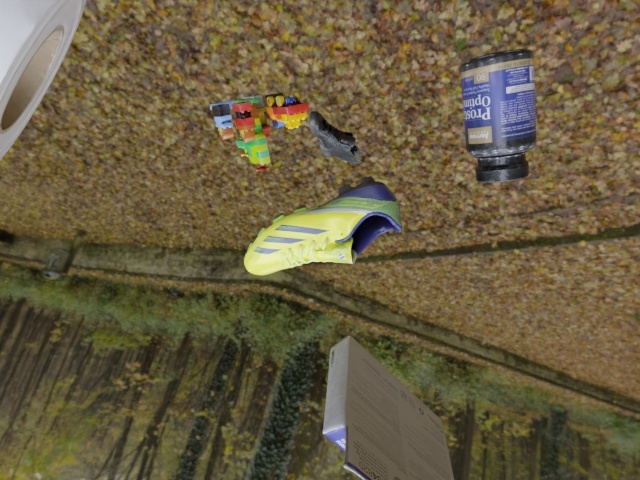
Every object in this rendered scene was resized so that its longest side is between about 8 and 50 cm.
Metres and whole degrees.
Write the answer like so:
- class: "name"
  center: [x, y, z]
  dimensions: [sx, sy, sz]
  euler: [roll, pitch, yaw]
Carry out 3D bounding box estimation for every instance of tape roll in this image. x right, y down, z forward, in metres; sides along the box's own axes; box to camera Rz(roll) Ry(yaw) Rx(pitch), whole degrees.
- class: "tape roll"
  center: [-0.381, -0.214, 0.482]
  dimensions: [0.100, 0.286, 0.286]
  euler: [30, 155, -29]

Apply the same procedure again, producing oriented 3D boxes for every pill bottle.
- class: "pill bottle"
  center: [0.328, -0.223, 0.772]
  dimensions: [0.123, 0.219, 0.123]
  euler: [-9, -166, 2]

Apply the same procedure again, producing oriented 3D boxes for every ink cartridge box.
- class: "ink cartridge box"
  center: [0.095, 0.266, 0.549]
  dimensions: [0.045, 0.224, 0.223]
  euler: [-41, 103, 18]

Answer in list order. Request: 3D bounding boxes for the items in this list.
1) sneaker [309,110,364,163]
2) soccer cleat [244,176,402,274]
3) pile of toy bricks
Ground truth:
- class: "sneaker"
  center: [0.039, -0.231, 0.949]
  dimensions: [0.089, 0.051, 0.170]
  euler: [4, 157, 19]
- class: "soccer cleat"
  center: [0.000, -0.001, 0.713]
  dimensions: [0.289, 0.121, 0.093]
  euler: [-27, 154, 8]
- class: "pile of toy bricks"
  center: [-0.098, -0.157, 0.629]
  dimensions: [0.118, 0.105, 0.212]
  euler: [-20, -156, -24]
